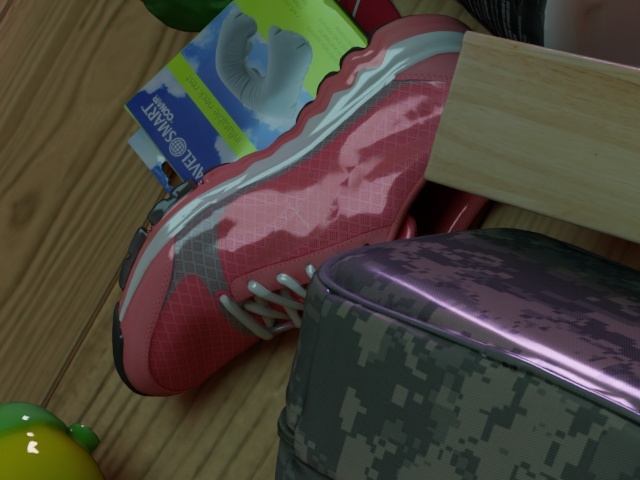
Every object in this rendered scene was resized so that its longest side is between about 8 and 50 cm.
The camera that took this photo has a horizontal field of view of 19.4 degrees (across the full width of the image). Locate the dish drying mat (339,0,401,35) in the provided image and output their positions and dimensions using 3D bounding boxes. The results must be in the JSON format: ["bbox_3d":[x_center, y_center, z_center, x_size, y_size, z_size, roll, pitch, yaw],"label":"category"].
[{"bbox_3d":[0.040,-0.145,1.275,0.032,0.008,0.083,-36,52,11],"label":"dish drying mat"}]

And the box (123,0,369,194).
[{"bbox_3d":[-0.050,-0.097,1.268,0.178,0.042,0.109,-43,65,9],"label":"box"}]

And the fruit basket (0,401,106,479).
[{"bbox_3d":[-0.255,0.271,1.104,0.392,0.283,0.392,-5,81,35],"label":"fruit basket"}]

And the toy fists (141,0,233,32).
[{"bbox_3d":[-0.040,-0.272,1.307,0.096,0.142,0.279,33,85,39],"label":"toy fists"}]

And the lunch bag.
[{"bbox_3d":[0.123,0.155,0.934,0.305,0.212,0.256,24,110,38],"label":"lunch bag"}]

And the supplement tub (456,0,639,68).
[{"bbox_3d":[0.122,-0.243,1.153,0.193,0.193,0.316,-44,51,6],"label":"supplement tub"}]

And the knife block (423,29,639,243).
[{"bbox_3d":[0.206,-0.030,0.938,0.275,0.242,0.088,16,93,-5],"label":"knife block"}]

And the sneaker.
[{"bbox_3d":[0.000,-0.001,1.157,0.314,0.116,0.136,-43,52,6],"label":"sneaker"}]
